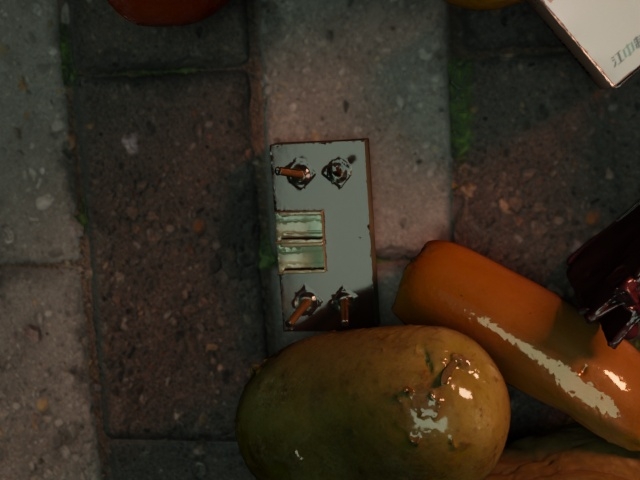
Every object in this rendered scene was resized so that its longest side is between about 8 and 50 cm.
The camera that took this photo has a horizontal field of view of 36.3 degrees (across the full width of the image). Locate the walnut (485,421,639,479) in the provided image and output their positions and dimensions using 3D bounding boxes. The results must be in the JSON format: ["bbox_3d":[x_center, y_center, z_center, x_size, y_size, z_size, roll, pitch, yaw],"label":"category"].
[{"bbox_3d":[0.288,0.360,1.120,0.277,0.282,0.253,-15,103,11],"label":"walnut"}]

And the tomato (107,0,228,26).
[{"bbox_3d":[-0.173,-0.351,1.118,0.184,0.208,0.208,-23,95,34],"label":"tomato"}]

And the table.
[{"bbox_3d":[0.000,0.000,1.198,0.121,0.111,0.240,-2,100,12],"label":"table"}]

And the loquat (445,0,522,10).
[{"bbox_3d":[0.125,-0.301,0.825,0.234,0.187,0.176,44,114,-9],"label":"loquat"}]

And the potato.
[{"bbox_3d":[0.069,0.223,1.124,0.359,0.219,0.270,-19,119,45],"label":"potato"}]

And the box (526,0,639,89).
[{"bbox_3d":[0.383,-0.333,1.044,0.333,0.145,0.173,-40,92,16],"label":"box"}]

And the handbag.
[{"bbox_3d":[0.372,0.013,1.075,0.074,0.216,0.203,44,104,-4],"label":"handbag"}]

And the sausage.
[{"bbox_3d":[0.256,0.120,1.136,0.354,0.134,0.116,29,123,16],"label":"sausage"}]
